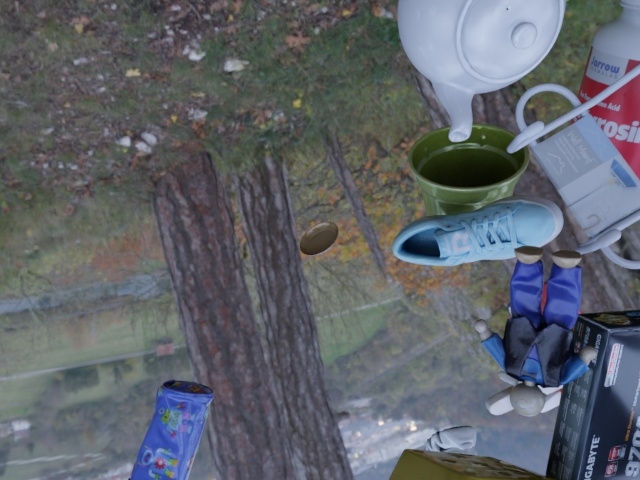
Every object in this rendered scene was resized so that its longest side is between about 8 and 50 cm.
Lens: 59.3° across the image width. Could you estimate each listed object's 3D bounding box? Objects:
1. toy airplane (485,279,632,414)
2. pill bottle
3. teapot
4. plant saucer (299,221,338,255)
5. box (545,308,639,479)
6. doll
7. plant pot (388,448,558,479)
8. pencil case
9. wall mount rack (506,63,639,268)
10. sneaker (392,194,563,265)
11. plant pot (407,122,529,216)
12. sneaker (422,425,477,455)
[{"bbox_3d":[0.656,0.325,1.452,0.384,0.272,0.386,20,98,-16],"label":"toy airplane"},{"bbox_3d":[0.628,-0.289,1.095,0.229,0.229,0.407,-9,122,-19],"label":"pill bottle"},{"bbox_3d":[0.242,-0.314,0.777,0.253,0.187,0.256,-26,126,2],"label":"teapot"},{"bbox_3d":[0.000,0.000,1.061,0.083,0.083,0.015,-26,129,13],"label":"plant saucer"},{"bbox_3d":[0.372,0.191,0.672,0.175,0.051,0.220,0,105,-19],"label":"box"},{"bbox_3d":[0.234,0.102,0.617,0.129,0.189,0.046,7,-166,26],"label":"doll"},{"bbox_3d":[0.178,0.358,0.657,0.212,0.187,0.212,12,168,-18],"label":"plant pot"},{"bbox_3d":[-0.332,0.452,1.213,0.133,0.306,0.119,17,173,5],"label":"pencil case"},{"bbox_3d":[0.483,-0.143,0.875,0.304,0.350,0.130,-31,171,0],"label":"wall mount rack"},{"bbox_3d":[0.322,0.000,1.208,0.366,0.135,0.150,-14,-169,38],"label":"sneaker"},{"bbox_3d":[0.361,-0.107,1.384,0.276,0.276,0.253,-17,130,-5],"label":"plant pot"},{"bbox_3d":[0.240,0.482,1.137,0.110,0.118,0.292,-3,142,-15],"label":"sneaker"}]
